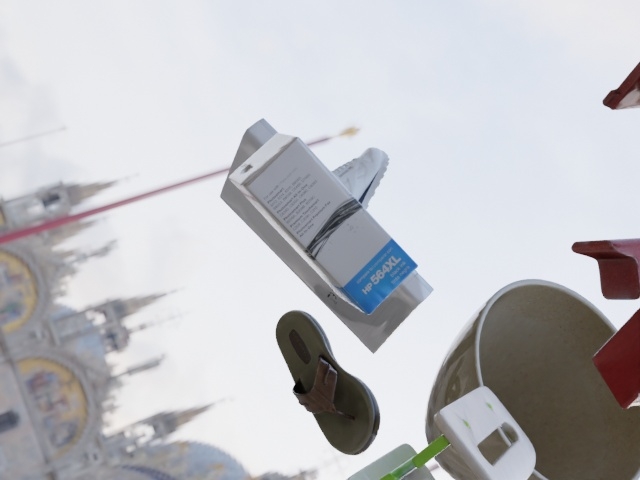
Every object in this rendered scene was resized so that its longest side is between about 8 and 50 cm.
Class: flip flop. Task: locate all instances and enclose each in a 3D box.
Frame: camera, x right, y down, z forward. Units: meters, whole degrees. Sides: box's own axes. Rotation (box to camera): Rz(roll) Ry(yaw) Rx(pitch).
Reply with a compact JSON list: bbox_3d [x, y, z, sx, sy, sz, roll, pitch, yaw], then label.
[{"bbox_3d":[-0.005,0.217,1.836,0.112,0.080,0.277,-50,-126,25],"label":"flip flop"}]

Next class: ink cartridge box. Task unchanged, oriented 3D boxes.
[{"bbox_3d":[0.000,-0.023,1.361,0.203,0.086,0.148,48,-4,-13],"label":"ink cartridge box"}]

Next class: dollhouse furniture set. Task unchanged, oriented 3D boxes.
[{"bbox_3d":[0.331,-0.012,1.124,0.201,0.152,0.374,64,-35,29],"label":"dollhouse furniture set"}]

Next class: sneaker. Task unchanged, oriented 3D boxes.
[{"bbox_3d":[0.052,-0.104,2.164,0.094,0.235,0.090,31,-46,-4],"label":"sneaker"}]

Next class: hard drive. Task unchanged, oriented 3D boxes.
[{"bbox_3d":[0.000,0.000,1.797,0.353,0.047,0.233,45,-27,7],"label":"hard drive"}]

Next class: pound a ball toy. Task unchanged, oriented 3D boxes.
[{"bbox_3d":[0.114,0.271,1.235,0.136,0.208,0.319,54,12,12],"label":"pound a ball toy"}]

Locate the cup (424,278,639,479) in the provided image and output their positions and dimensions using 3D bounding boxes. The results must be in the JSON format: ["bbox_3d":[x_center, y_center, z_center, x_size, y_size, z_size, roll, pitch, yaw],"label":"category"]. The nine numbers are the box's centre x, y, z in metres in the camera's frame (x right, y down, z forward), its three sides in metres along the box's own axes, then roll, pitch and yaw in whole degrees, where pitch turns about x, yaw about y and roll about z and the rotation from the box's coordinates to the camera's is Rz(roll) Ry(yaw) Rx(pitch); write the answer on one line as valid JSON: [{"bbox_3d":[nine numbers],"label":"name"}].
[{"bbox_3d":[0.289,0.256,1.764,0.237,0.331,0.331,-40,-110,46],"label":"cup"}]
